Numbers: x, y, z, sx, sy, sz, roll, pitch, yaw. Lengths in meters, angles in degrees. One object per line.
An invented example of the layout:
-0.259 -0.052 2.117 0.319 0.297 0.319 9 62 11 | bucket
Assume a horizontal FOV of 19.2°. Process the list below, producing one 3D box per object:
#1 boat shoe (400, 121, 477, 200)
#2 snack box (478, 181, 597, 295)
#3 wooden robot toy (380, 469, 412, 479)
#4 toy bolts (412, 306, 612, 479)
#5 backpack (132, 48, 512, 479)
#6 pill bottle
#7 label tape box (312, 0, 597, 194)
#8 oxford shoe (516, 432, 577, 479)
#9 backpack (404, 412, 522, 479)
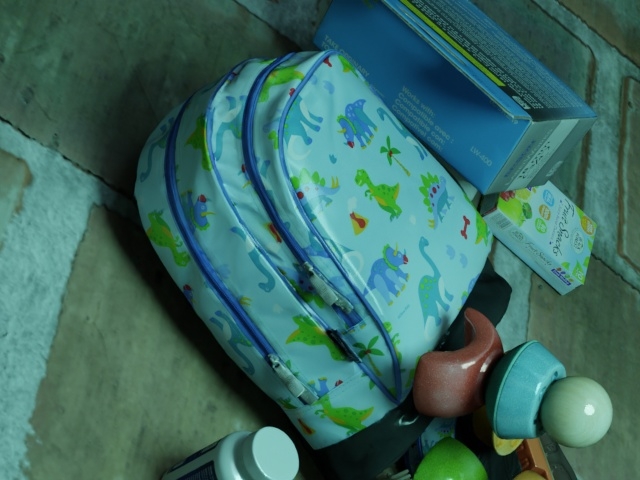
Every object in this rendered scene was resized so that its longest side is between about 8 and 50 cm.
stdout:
0.050 -0.085 1.918 0.258 0.095 0.084 30 76 -27 | boat shoe
0.241 -0.021 2.094 0.141 0.037 0.100 41 44 -20 | snack box
0.109 0.290 1.736 0.076 0.079 0.173 7 62 -43 | wooden robot toy
0.190 0.165 1.635 0.218 0.158 0.228 -47 145 -36 | toy bolts
0.000 0.000 1.703 0.355 0.273 0.290 42 47 -3 | backpack
-0.075 0.199 1.575 0.067 0.120 0.067 24 50 -33 | pill bottle
0.122 -0.162 1.881 0.240 0.106 0.334 43 18 14 | label tape box
0.235 0.286 1.857 0.098 0.097 0.271 5 63 -50 | oxford shoe
0.130 0.199 1.797 0.105 0.084 0.114 -37 118 -50 | backpack
